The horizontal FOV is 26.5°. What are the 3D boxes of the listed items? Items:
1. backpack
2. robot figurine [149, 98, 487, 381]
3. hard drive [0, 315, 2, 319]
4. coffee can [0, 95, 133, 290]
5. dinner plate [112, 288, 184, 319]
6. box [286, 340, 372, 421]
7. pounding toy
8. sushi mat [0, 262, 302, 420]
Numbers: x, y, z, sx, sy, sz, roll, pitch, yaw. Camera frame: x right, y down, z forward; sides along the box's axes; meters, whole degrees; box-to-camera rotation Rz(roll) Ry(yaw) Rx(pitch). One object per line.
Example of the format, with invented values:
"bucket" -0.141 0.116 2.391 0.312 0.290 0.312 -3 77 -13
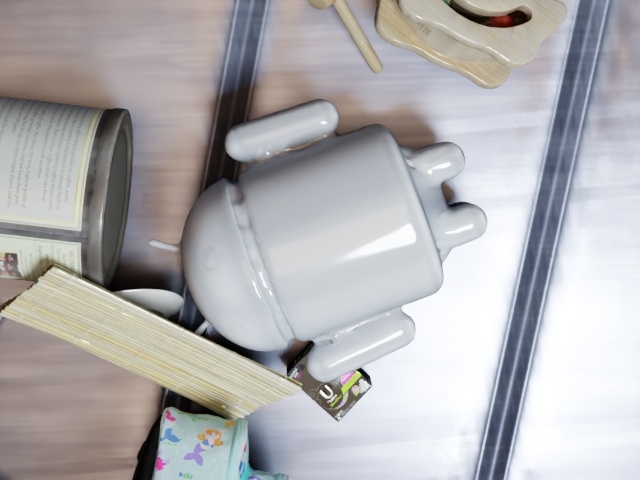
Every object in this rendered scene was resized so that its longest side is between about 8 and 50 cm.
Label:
"backpack" -0.132 0.316 1.501 0.191 0.225 0.253 4 63 -1
"robot figurine" 0.000 0.000 1.487 0.354 0.200 0.299 -19 89 2
"hard drive" -0.532 0.170 1.583 0.203 0.040 0.307 29 96 -4
"coffee can" -0.356 -0.060 1.475 0.275 0.201 0.201 7 97 -1
"dinner plate" -0.223 0.086 1.529 0.141 0.141 0.017 -13 72 1
"box" 0.010 0.158 1.581 0.083 0.052 0.062 43 93 -4
"pounding toy" 0.123 -0.272 1.522 0.270 0.155 0.154 24 68 -13
"sushi mat" -0.186 0.120 1.496 0.317 0.151 0.019 28 55 -21
